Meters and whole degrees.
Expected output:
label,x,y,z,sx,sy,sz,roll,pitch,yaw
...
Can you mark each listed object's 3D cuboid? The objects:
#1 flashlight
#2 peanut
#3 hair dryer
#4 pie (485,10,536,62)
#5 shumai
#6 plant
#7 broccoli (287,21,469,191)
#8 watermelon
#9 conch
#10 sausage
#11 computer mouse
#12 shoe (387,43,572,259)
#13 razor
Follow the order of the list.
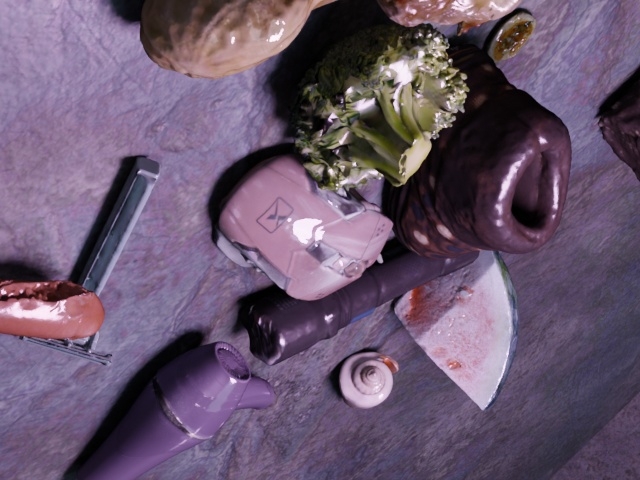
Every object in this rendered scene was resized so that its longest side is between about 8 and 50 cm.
label,x,y,z,sx,sy,sz,roll,pitch,yaw
flashlight,0.073,0.064,1.859,0.424,0.103,0.103,-24,148,-31
peanut,-0.038,-0.256,1.216,0.298,0.136,0.120,-35,145,-12
hair dryer,-0.165,0.264,1.862,0.301,0.121,0.361,-42,159,21
pie,0.255,-0.273,1.684,0.085,0.017,0.085,-30,150,-19
shumai,0.149,-0.295,1.320,0.161,0.153,0.209,-26,-147,45
plant,0.585,-0.200,2.032,0.234,0.178,0.204,-33,151,-3
broccoli,0.062,-0.152,1.455,0.198,0.176,0.226,12,101,-44
watermelon,0.225,0.154,2.087,0.214,0.289,0.320,1,154,-11
conch,0.081,0.249,2.143,0.176,0.094,0.104,81,23,-63
sausage,-0.346,0.064,1.320,0.304,0.078,0.078,14,121,-44
computer mouse,0.003,0.004,1.651,0.199,0.115,0.389,-43,147,10
shoe,0.219,-0.069,1.696,0.171,0.237,0.384,-29,150,-22
razor,-0.250,0.021,1.448,0.111,0.056,0.278,20,115,-19
